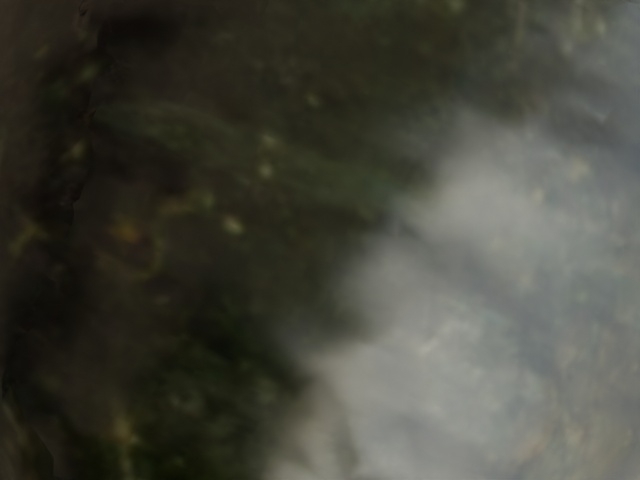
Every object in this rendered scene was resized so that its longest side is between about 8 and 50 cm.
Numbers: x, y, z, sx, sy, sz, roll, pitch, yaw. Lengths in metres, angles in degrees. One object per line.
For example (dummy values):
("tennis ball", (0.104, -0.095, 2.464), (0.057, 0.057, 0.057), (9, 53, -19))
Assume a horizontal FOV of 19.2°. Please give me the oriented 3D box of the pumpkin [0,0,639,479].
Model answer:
("pumpkin", (0.000, 0.000, 0.735), (0.454, 0.344, 0.454), (-162, -90, -77))
